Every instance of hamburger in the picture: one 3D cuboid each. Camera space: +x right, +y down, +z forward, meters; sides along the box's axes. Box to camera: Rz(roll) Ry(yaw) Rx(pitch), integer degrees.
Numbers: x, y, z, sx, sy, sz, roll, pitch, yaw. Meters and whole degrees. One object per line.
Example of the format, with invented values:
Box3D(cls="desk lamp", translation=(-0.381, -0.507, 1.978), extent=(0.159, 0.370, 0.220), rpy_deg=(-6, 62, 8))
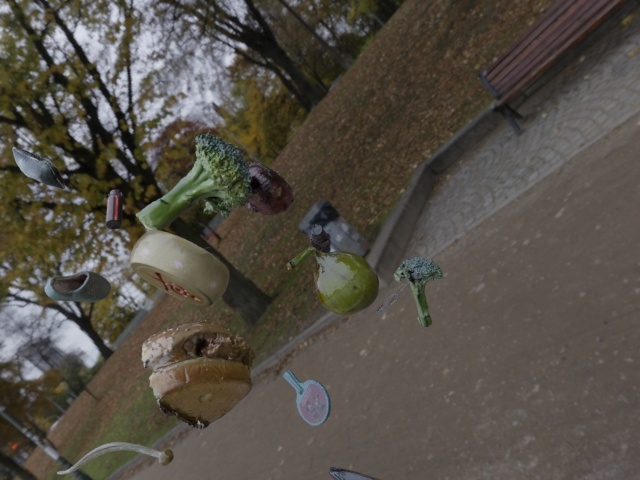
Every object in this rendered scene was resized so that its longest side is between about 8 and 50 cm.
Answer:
Box3D(cls="hamburger", translation=(-0.345, 0.386, 1.546), extent=(0.287, 0.268, 0.445), rpy_deg=(-25, -31, -6))

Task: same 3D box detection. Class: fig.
Box3D(cls="fig", translation=(0.037, 0.077, 1.111), extent=(0.148, 0.186, 0.142), rpy_deg=(-36, 4, 3))

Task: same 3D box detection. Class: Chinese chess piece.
Box3D(cls="Chinese chess piece", translation=(-0.354, 0.074, 1.262), extent=(0.097, 0.251, 0.251), rpy_deg=(-66, 13, -23))

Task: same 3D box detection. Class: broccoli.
Box3D(cls="broccoli", translation=(0.279, 0.142, 1.385), extent=(0.122, 0.204, 0.118), rpy_deg=(-11, 19, -5))
Box3D(cls="broccoli", translation=(-0.411, -0.191, 1.697), extent=(0.397, 0.275, 0.353), rpy_deg=(-12, -55, -40))

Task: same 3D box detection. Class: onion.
Box3D(cls="onion", translation=(-0.226, -0.198, 1.986), extent=(0.190, 0.246, 0.246), rpy_deg=(-58, 7, -7))

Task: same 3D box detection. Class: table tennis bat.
Box3D(cls="table tennis bat", translation=(-0.052, 0.557, 1.809), extent=(0.040, 0.244, 0.153), rpy_deg=(9, -67, -49))

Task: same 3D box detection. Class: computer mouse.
Box3D(cls="computer mouse", translation=(0.110, 0.660, 1.343), extent=(0.106, 0.192, 0.062), rpy_deg=(51, -131, -59))

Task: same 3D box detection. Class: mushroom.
Box3D(cls="mushroom", translation=(-0.550, 0.584, 1.352), extent=(0.068, 0.306, 0.043), rpy_deg=(-94, 2, -54))

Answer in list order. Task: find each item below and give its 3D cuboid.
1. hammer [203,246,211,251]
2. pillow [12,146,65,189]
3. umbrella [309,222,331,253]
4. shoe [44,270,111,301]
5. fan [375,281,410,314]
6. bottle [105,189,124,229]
Box3D(cls="hammer", translation=(-0.525, 0.053, 1.980), extent=(0.201, 0.021, 0.078), rpy_deg=(-12, 4, -34))
Box3D(cls="pillow", translation=(-0.688, -0.174, 1.221), extent=(0.055, 0.135, 0.091), rpy_deg=(-35, -35, -53))
Box3D(cls="umbrella", translation=(0.000, 0.000, 2.148), extent=(0.094, 0.090, 0.326), rpy_deg=(-24, -17, -5))
Box3D(cls="shoe", translation=(-0.667, 0.124, 1.410), extent=(0.078, 0.079, 0.195), rpy_deg=(-40, -22, 25))
Box3D(cls="fan", translation=(0.332, 0.259, 2.265), extent=(0.220, 0.009, 0.132), rpy_deg=(-43, 4, -5))
Box3D(cls="bottle", translation=(-0.760, -0.119, 1.854), extent=(0.060, 0.060, 0.164), rpy_deg=(-43, 45, 32))
